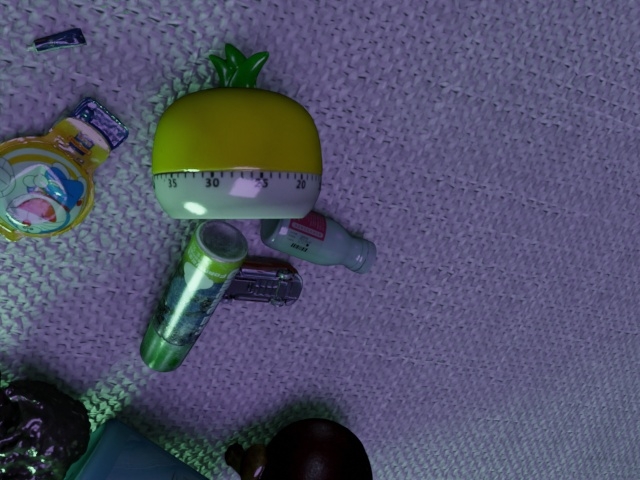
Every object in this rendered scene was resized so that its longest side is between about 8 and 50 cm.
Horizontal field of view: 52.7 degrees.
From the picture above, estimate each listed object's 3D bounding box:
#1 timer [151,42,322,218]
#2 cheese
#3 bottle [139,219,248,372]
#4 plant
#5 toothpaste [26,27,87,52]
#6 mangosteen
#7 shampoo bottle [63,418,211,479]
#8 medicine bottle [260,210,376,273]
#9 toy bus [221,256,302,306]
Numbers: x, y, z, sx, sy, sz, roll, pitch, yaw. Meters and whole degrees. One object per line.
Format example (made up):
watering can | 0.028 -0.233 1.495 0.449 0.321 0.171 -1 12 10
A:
timer | -0.126 -0.167 0.986 0.284 0.285 0.285 -8 119 -15
cheese | -0.420 -0.106 1.009 0.270 0.069 0.177 -44 122 7
bottle | -0.227 0.107 1.120 0.093 0.093 0.330 13 132 -25
plant | -0.535 0.328 1.138 0.178 0.204 0.234 -47 125 -3
toothpaste | -0.389 -0.291 0.951 0.083 0.019 0.027 -18 105 -14
mangosteen | -0.031 0.520 1.353 0.293 0.297 0.297 30 104 -27
shampoo bottle | -0.350 0.556 1.193 0.342 0.331 0.331 39 100 -11
medicine bottle | 0.000 0.000 1.200 0.216 0.090 0.091 21 108 -28
toy bus | -0.124 0.071 1.202 0.174 0.077 0.079 6 116 -21
